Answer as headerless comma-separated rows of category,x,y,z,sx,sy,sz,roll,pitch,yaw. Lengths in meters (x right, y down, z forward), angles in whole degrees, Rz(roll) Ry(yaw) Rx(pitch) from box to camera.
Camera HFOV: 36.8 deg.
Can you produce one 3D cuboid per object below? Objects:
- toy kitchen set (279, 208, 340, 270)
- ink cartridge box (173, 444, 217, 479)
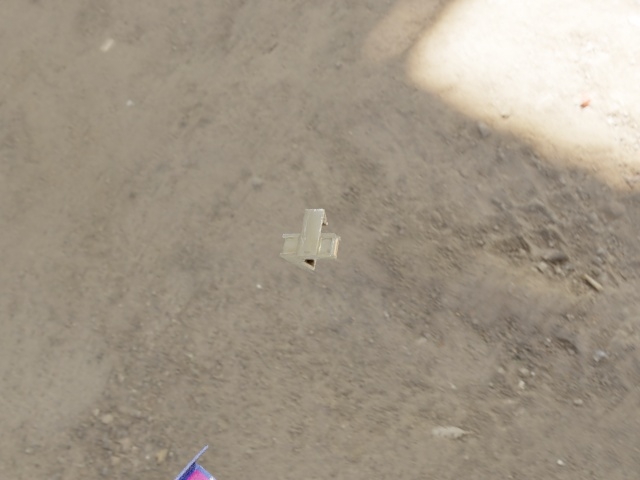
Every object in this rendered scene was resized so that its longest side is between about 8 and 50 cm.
toy kitchen set,0.000,0.000,1.356,0.083,0.075,0.068,0,72,31
ink cartridge box,-0.282,0.499,1.625,0.065,0.186,0.311,37,120,8
